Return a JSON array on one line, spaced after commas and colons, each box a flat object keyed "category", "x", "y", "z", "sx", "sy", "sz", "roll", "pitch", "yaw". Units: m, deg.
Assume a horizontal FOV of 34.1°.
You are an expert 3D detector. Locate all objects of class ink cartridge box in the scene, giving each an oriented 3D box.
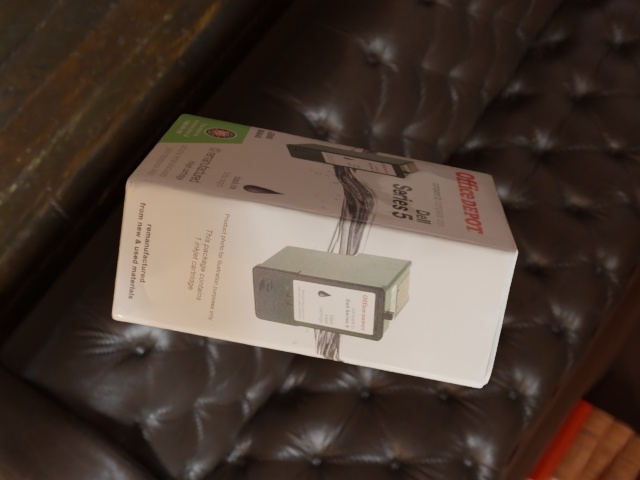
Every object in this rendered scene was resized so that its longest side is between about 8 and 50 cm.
[{"category": "ink cartridge box", "x": 0.000, "y": 0.000, "z": 0.804, "sx": 0.198, "sy": 0.273, "sz": 0.115, "roll": -80, "pitch": -179, "yaw": -70}]
